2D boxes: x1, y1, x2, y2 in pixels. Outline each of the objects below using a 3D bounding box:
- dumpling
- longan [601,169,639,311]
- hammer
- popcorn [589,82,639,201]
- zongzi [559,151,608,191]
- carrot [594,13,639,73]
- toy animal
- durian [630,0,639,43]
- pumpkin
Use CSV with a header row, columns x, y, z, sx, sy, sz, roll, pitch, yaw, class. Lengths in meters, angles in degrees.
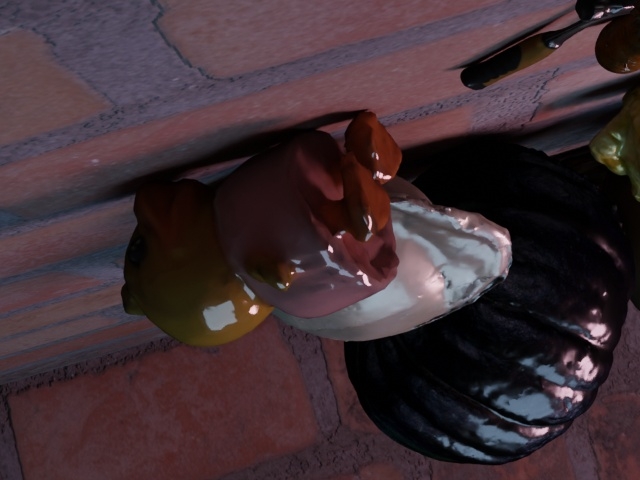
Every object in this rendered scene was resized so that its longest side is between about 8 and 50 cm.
x,y,z,sx,sy,sz,roll,pitch,yaw,class
-0.002,-0.001,1.771,0.260,0.181,0.341,24,-177,-40,dumpling
0.473,-0.028,2.082,0.319,0.319,0.319,-16,175,-1,longan
0.176,-0.152,1.373,0.078,0.021,0.201,-13,174,-32,hammer
0.359,-0.103,1.834,0.162,0.141,0.135,-3,155,-32,popcorn
0.435,-0.095,2.314,0.286,0.134,0.288,-10,160,-18,zongzi
0.263,-0.167,1.348,0.047,0.047,0.191,-14,174,-22,carrot
-0.057,0.002,1.562,0.281,0.169,0.195,-15,-150,20,toy animal
0.251,-0.169,1.147,0.110,0.071,0.140,-25,155,29,durian
0.185,0.067,1.975,0.266,0.363,0.363,29,161,-13,pumpkin
